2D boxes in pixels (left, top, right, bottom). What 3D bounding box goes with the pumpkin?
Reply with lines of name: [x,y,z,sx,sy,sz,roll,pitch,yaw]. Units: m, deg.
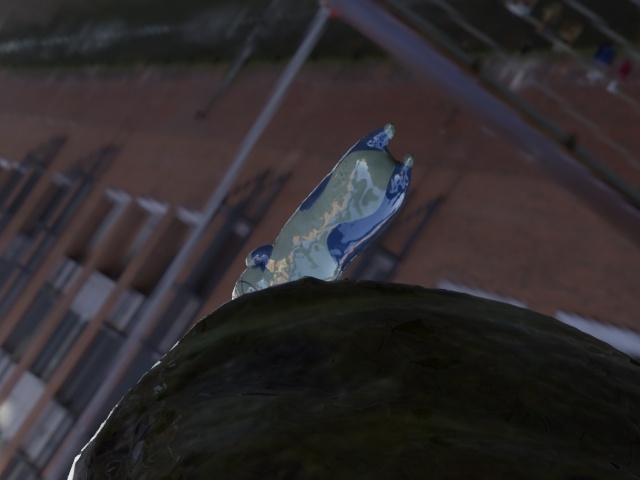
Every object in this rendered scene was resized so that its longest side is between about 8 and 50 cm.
pumpkin: [0.081,0.134,0.411,0.312,0.169,0.148,52,177,-3]

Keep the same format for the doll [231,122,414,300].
doll: [0.000,0.000,0.669,0.027,0.125,0.037,-6,-126,-44]
